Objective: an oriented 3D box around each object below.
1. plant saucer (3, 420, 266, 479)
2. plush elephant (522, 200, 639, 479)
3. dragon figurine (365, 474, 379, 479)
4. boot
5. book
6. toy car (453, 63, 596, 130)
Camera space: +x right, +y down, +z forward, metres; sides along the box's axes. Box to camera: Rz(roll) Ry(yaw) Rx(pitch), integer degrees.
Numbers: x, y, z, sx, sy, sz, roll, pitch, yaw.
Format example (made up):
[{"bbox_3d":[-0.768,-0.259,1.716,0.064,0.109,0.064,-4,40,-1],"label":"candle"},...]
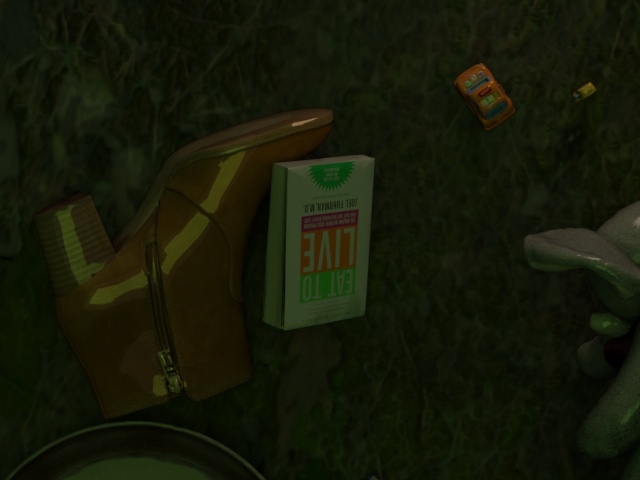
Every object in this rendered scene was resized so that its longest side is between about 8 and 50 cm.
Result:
[{"bbox_3d":[-0.163,0.314,1.760,0.311,0.050,0.310,0,90,2],"label":"plant saucer"},{"bbox_3d":[0.299,0.080,1.662,0.272,0.255,0.330,-5,124,-31],"label":"plush elephant"},{"bbox_3d":[0.063,0.347,1.733,0.085,0.144,0.289,-17,108,0],"label":"dragon figurine"},{"bbox_3d":[-0.093,0.022,1.751,0.295,0.104,0.211,-24,102,-8],"label":"boot"},{"bbox_3d":[0.000,0.000,1.733,0.096,0.035,0.144,-8,107,-34],"label":"book"},{"bbox_3d":[0.183,-0.140,1.761,0.122,0.040,0.060,-17,89,2],"label":"toy car"}]
